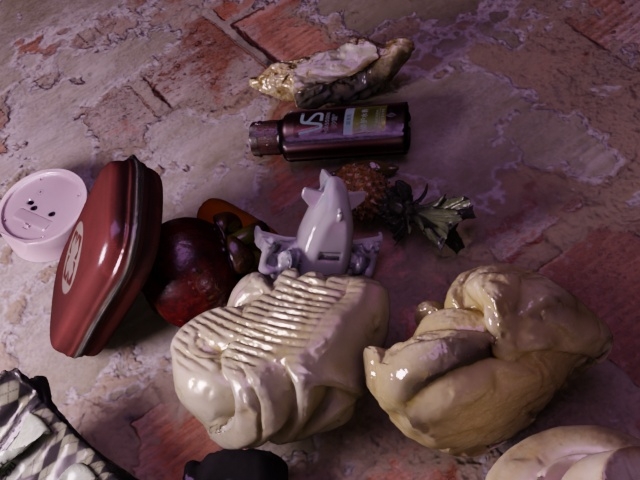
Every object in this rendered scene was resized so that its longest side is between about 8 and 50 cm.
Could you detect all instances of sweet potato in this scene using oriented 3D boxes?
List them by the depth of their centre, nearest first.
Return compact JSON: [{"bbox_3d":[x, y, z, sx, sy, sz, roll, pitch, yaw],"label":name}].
[{"bbox_3d":[0.081,-0.141,2.159,0.153,0.038,0.041,-7,30,11],"label":"sweet potato"}]

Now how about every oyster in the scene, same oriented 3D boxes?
[{"bbox_3d":[0.026,-0.338,2.250,0.341,0.166,0.110,-10,74,-7],"label":"oyster"}]

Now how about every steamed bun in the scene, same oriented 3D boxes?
[{"bbox_3d":[0.252,0.169,1.701,0.372,0.325,0.230,-31,55,-4],"label":"steamed bun"},{"bbox_3d":[-0.054,0.208,1.805,0.339,0.247,0.352,3,43,35],"label":"steamed bun"}]

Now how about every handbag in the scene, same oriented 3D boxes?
[{"bbox_3d":[-0.452,0.423,1.735,0.416,0.180,0.317,30,85,34],"label":"handbag"}]

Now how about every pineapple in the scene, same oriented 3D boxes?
[{"bbox_3d":[0.155,-0.066,2.032,0.277,0.119,0.130,23,54,28],"label":"pineapple"}]

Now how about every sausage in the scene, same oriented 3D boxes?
[{"bbox_3d":[-0.155,-0.020,2.103,0.197,0.076,0.076,29,65,29],"label":"sausage"}]

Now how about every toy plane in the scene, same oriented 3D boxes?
[{"bbox_3d":[0.001,0.002,1.958,0.252,0.252,0.118,-29,32,-8],"label":"toy plane"}]

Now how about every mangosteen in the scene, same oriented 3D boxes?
[{"bbox_3d":[-0.204,0.044,1.978,0.257,0.215,0.215,-27,52,-7],"label":"mangosteen"}]

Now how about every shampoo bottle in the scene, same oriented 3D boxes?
[{"bbox_3d":[0.018,-0.218,2.203,0.322,0.084,0.129,-2,51,13],"label":"shampoo bottle"}]

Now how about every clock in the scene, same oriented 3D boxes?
[{"bbox_3d":[-0.562,-0.053,2.233,0.196,0.068,0.197,-7,53,9],"label":"clock"}]

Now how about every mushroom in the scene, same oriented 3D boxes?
[{"bbox_3d":[0.403,0.408,1.537,0.356,0.315,0.315,-20,41,45],"label":"mushroom"}]

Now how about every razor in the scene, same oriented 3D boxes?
[{"bbox_3d":[-0.145,0.488,1.697,0.189,0.107,0.327,-3,53,11],"label":"razor"}]

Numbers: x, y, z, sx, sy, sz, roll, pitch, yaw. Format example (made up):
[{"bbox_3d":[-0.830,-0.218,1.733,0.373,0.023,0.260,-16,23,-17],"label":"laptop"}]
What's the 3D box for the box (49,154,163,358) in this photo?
[{"bbox_3d":[-0.390,0.038,1.939,0.108,0.404,0.263,14,48,-23],"label":"box"}]
